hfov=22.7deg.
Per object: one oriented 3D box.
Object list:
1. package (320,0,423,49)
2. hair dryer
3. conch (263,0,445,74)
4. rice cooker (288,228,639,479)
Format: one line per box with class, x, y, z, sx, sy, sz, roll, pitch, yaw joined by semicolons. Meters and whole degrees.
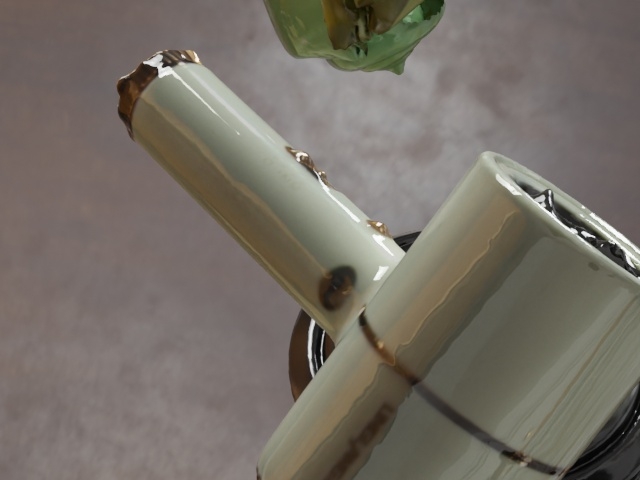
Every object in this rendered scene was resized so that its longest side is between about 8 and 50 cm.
package;0.068;-0.163;0.432;0.090;0.226;0.168;10;67;-50
hair dryer;0.000;0.000;0.839;0.362;0.128;0.203;44;106;31
conch;0.001;-0.234;1.245;0.143;0.137;0.251;-58;132;-35
rice cooker;0.099;0.119;1.048;0.241;0.227;0.280;28;51;23
